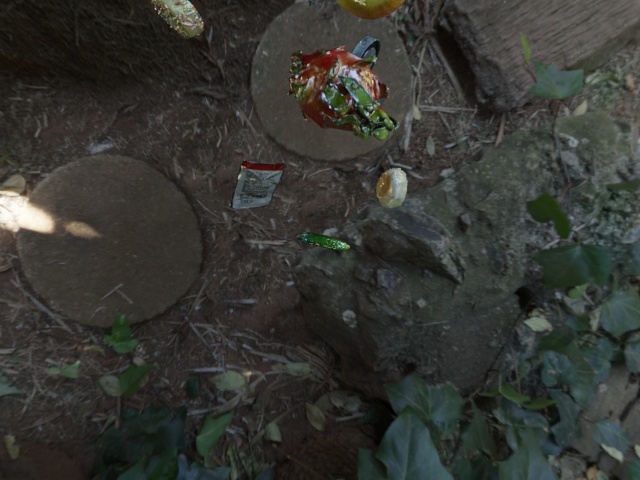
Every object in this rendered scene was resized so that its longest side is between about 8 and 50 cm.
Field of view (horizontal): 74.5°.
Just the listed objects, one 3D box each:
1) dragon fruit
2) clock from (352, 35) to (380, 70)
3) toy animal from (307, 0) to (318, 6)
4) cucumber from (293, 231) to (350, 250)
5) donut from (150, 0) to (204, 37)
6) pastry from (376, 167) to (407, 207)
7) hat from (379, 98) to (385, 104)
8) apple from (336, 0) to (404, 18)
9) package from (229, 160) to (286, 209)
[{"bbox_3d":[0.041,-0.314,0.904,0.200,0.269,0.198,6,129,-27],"label":"dragon fruit"},{"bbox_3d":[0.170,-0.736,1.754,0.049,0.226,0.226,36,85,10],"label":"clock"},{"bbox_3d":[-0.021,-0.780,1.363,0.050,0.028,0.084,46,45,-46],"label":"toy animal"},{"bbox_3d":[0.000,0.000,1.183,0.168,0.039,0.039,13,89,13],"label":"cucumber"},{"bbox_3d":[-0.414,-0.653,1.201,0.175,0.174,0.068,41,88,-9],"label":"donut"},{"bbox_3d":[0.285,-0.209,1.677,0.088,0.166,0.165,5,91,-22],"label":"pastry"},{"bbox_3d":[0.107,-0.423,1.227,0.138,0.191,0.077,25,57,-21],"label":"hat"},{"bbox_3d":[0.150,-0.836,1.290,0.286,0.286,0.233,21,46,-10],"label":"apple"},{"bbox_3d":[-0.217,-0.186,1.446,0.154,0.239,0.030,-4,61,-26],"label":"package"}]
